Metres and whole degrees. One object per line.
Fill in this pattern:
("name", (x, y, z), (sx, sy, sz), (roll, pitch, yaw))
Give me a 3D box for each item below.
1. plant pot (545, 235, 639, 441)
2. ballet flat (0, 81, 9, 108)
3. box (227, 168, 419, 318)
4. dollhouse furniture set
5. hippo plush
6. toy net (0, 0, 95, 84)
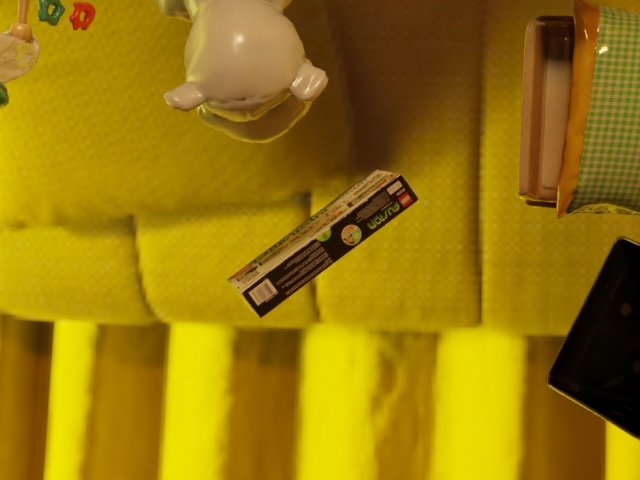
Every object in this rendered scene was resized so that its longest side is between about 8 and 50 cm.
("plant pot", (0.392, 0.128, 1.547), (0.167, 0.187, 0.188), (25, -178, -30))
("ballet flat", (-0.439, -0.165, 1.428), (0.247, 0.087, 0.083), (26, 152, -17))
("box", (0.000, 0.000, 1.512), (0.207, 0.036, 0.114), (-37, -169, -6))
("dollhouse furniture set", (0.248, -0.160, 1.015), (0.198, 0.301, 0.151), (2, -177, 2))
("hippo plush", (-0.048, -0.226, 1.357), (0.234, 0.236, 0.294), (-14, 162, -2))
("toy net", (-0.362, -0.284, 1.829), (0.045, 0.232, 0.122), (13, 155, 35))
